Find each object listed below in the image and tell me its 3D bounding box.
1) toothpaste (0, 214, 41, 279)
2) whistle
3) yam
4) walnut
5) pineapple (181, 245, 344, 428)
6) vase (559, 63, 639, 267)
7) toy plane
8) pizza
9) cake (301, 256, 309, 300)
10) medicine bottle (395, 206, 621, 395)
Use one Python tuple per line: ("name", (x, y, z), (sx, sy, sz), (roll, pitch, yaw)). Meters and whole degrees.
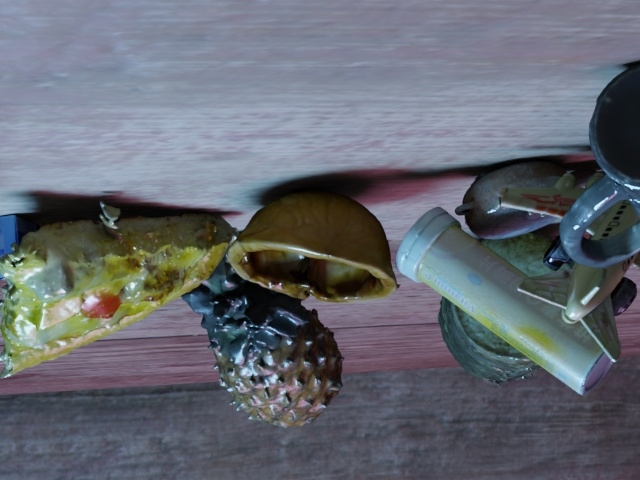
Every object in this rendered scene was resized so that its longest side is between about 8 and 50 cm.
("toothpaste", (-0.409, 0.021, 1.866), (0.272, 0.053, 0.066), (-7, 171, 14))
("whistle", (0.226, -0.046, 1.830), (0.220, 0.057, 0.107), (-7, 159, -23))
("yam", (0.227, 0.082, 2.271), (0.168, 0.168, 0.304), (-5, 170, 0))
("walnut", (0.001, -0.002, 1.837), (0.167, 0.087, 0.211), (16, 166, -8))
("pineapple", (-0.087, 0.092, 2.147), (0.170, 0.141, 0.310), (9, 151, 29))
("vase", (0.301, -0.051, 1.546), (0.251, 0.156, 0.301), (-27, 158, 18))
("toy plane", (0.271, 0.001, 1.743), (0.244, 0.229, 0.092), (-53, 179, -44))
("pizza", (-0.238, 0.047, 1.823), (0.280, 0.075, 0.288), (-31, 164, 12))
("cake", (0.010, 0.022, 2.221), (0.140, 0.055, 0.051), (-29, 153, 29))
("medicine bottle", (0.174, 0.057, 1.763), (0.218, 0.074, 0.074), (36, -172, 22))
